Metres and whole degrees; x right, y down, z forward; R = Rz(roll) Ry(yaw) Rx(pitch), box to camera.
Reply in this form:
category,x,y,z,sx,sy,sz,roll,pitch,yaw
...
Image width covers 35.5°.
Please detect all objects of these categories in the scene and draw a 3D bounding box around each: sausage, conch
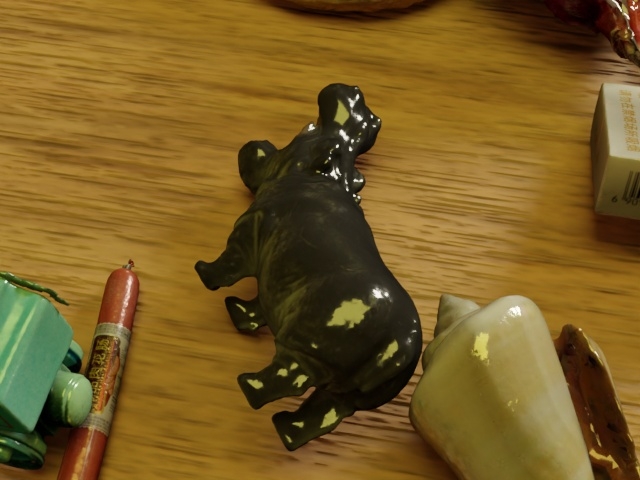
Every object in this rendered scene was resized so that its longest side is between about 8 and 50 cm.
category,x,y,z,sx,sy,sz,roll,pitch,yaw
sausage,-0.183,0.123,0.823,0.034,0.034,0.253,4,56,4
conch,0.149,0.156,0.759,0.158,0.127,0.255,-7,74,-42

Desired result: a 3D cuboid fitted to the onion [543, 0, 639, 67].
category,x,y,z,sx,sy,sz,roll,pitch,yaw
onion,0.254,-0.322,1.028,0.267,0.159,0.349,5,79,-34

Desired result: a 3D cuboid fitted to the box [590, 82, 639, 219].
category,x,y,z,sx,sy,sz,roll,pitch,yaw
box,0.363,-0.068,0.888,0.233,0.067,0.149,9,38,7

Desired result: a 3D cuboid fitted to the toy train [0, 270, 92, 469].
category,x,y,z,sx,sy,sz,roll,pitch,yaw
toy train,-0.280,0.092,0.759,0.203,0.163,0.112,5,58,16

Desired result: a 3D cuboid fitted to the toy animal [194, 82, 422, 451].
category,x,y,z,sx,sy,sz,roll,pitch,yaw
toy animal,-0.016,0.002,0.838,0.168,0.106,0.343,-20,45,13

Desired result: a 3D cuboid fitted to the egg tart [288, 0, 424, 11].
category,x,y,z,sx,sy,sz,roll,pitch,yaw
egg tart,0.038,-0.408,1.103,0.351,0.150,0.352,-1,60,2
